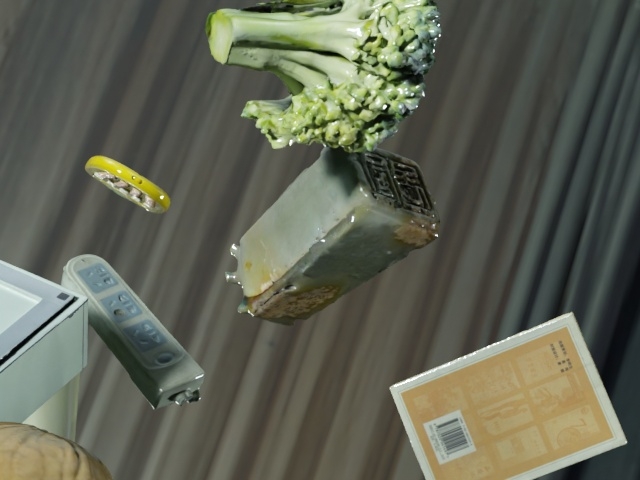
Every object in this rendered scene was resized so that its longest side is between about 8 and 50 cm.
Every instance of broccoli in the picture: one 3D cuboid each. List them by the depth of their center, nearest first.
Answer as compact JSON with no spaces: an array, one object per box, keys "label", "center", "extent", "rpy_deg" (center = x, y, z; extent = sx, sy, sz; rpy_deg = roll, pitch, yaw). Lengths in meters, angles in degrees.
[{"label":"broccoli","center":[-0.008,-0.218,1.564],"extent":[0.243,0.246,0.263],"rpy_deg":[4,167,-28]}]

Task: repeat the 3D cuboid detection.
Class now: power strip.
[{"label":"power strip","center":[-0.270,0.122,1.985],"extent":[0.286,0.080,0.048],"rpy_deg":[46,133,24]}]

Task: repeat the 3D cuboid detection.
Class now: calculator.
[{"label":"calculator","center":[-0.306,-0.089,2.257],"extent":[0.146,0.032,0.235],"rpy_deg":[32,172,-13]}]

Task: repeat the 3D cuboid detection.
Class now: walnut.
[{"label":"walnut","center":[-0.303,0.289,1.377],"extent":[0.228,0.228,0.228],"rpy_deg":[18,166,5]}]

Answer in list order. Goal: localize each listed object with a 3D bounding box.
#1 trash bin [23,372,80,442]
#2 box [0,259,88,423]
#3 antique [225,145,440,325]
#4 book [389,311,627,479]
[{"label":"trash bin","center":[-0.476,0.197,2.148],"extent":[0.243,0.247,0.121],"rpy_deg":[3,-177,11]},{"label":"box","center":[-0.441,0.126,1.744],"extent":[0.225,0.225,0.117],"rpy_deg":[21,126,19]},{"label":"antique","center":[0.000,0.000,1.838],"extent":[0.150,0.125,0.284],"rpy_deg":[19,133,-44]},{"label":"book","center":[0.224,0.209,1.710],"extent":[0.242,0.170,0.018],"rpy_deg":[-22,173,9]}]
